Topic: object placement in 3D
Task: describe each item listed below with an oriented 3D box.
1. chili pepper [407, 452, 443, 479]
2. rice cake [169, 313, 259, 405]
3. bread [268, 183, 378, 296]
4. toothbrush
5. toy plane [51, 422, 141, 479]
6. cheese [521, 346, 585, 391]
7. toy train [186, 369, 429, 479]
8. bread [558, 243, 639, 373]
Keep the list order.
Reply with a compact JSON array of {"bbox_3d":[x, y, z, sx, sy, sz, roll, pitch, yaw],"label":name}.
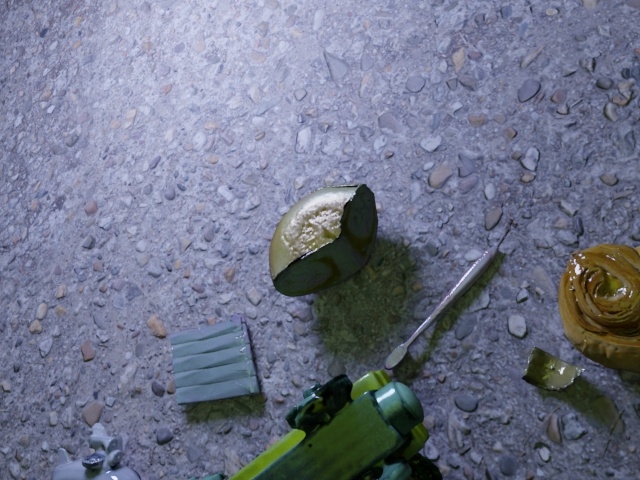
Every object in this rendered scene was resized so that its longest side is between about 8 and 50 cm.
[{"bbox_3d":[0.077,0.389,0.869,0.279,0.065,0.122,-8,70,20],"label":"chili pepper"},{"bbox_3d":[-0.233,0.264,1.065,0.198,0.037,0.189,-22,66,16],"label":"rice cake"},{"bbox_3d":[0.007,-0.012,0.992,0.261,0.158,0.156,-32,53,13],"label":"bread"},{"bbox_3d":[0.226,0.127,0.912,0.307,0.029,0.025,-48,62,1],"label":"toothbrush"},{"bbox_3d":[-0.480,0.520,1.055,0.245,0.117,0.244,0,90,22],"label":"toy plane"},{"bbox_3d":[0.383,0.218,0.800,0.084,0.041,0.060,15,72,43],"label":"cheese"},{"bbox_3d":[-0.028,0.357,0.731,0.442,0.272,0.179,-38,70,5],"label":"toy train"},{"bbox_3d":[0.492,0.102,0.744,0.236,0.120,0.198,0,72,25],"label":"bread"}]
